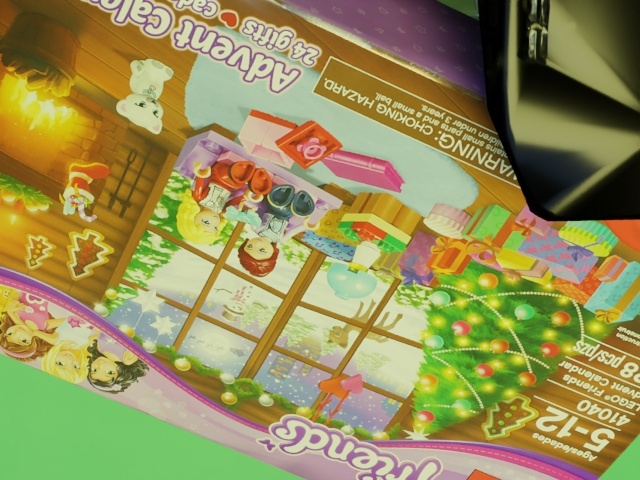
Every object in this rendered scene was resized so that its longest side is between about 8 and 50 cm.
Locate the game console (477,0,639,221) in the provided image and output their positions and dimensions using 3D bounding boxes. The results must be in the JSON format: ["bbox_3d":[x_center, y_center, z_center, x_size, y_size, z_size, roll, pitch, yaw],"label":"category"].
[{"bbox_3d":[0.223,-0.117,0.412,0.361,0.044,0.213,-2,100,-9],"label":"game console"}]

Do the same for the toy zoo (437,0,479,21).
[{"bbox_3d":[0.055,-0.167,0.450,0.192,0.030,0.293,-9,116,8],"label":"toy zoo"}]

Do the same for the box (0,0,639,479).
[{"bbox_3d":[0.000,0.000,0.499,0.293,0.057,0.201,24,127,-9],"label":"box"}]
